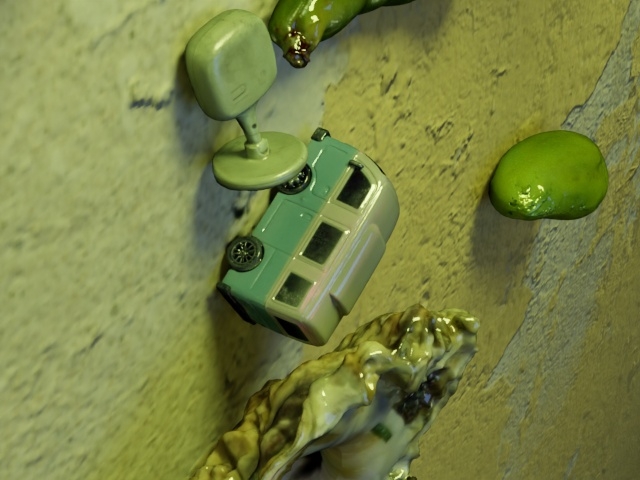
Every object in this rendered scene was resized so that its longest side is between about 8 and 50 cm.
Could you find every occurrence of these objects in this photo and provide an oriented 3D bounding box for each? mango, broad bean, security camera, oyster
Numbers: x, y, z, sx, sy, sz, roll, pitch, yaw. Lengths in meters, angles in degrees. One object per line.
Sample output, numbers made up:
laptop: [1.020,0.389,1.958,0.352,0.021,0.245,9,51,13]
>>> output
mango: [0.212,-0.057,1.060,0.165,0.091,0.074,-26,143,-56]
broad bean: [0.047,-0.159,0.703,0.052,0.053,0.256,-38,177,42]
security camera: [-0.042,-0.077,0.612,0.058,0.058,0.092,-45,135,-38]
oyster: [-0.045,0.157,0.721,0.354,0.107,0.201,-36,149,-8]

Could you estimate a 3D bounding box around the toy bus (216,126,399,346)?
toy bus: [0.000,0.000,0.713,0.123,0.075,0.060,-59,154,-15]
